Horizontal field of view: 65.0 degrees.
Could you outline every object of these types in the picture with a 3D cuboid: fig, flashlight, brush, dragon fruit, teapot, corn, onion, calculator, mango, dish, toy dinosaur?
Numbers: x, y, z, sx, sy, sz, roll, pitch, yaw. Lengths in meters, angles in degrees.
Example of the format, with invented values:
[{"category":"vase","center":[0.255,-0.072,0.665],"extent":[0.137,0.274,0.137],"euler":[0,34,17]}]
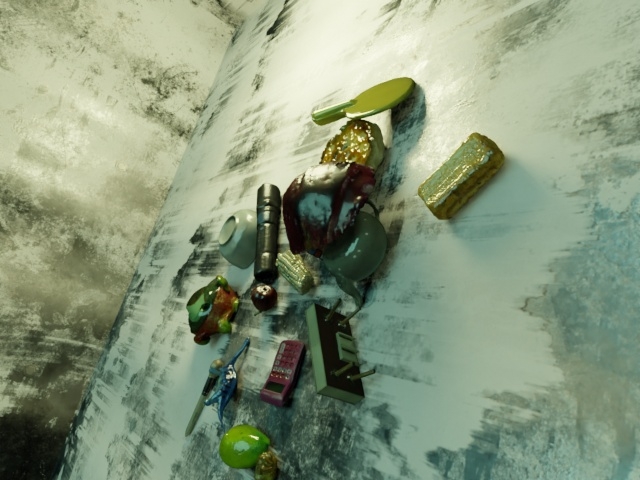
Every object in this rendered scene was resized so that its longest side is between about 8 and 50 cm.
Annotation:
[{"category":"fig","center":[-0.192,0.211,1.690],"extent":[0.089,0.088,0.125],"euler":[-109,26,-50]},{"category":"flashlight","center":[-0.194,-0.032,1.854],"extent":[0.103,0.103,0.424],"euler":[-37,42,36]},{"category":"brush","center":[-0.422,0.562,1.795],"extent":[0.042,0.039,0.299],"euler":[24,90,20]},{"category":"dragon fruit","center":[-0.425,0.264,1.941],"extent":[0.268,0.130,0.295],"euler":[-59,31,-2]},{"category":"teapot","center":[0.097,0.019,1.346],"extent":[0.193,0.129,0.294],"euler":[-13,55,52]},{"category":"corn","center":[-0.073,0.100,1.586],"extent":[0.087,0.087,0.211],"euler":[-58,37,8]},{"category":"onion","center":[0.015,-0.129,1.349],"extent":[0.280,0.146,0.314],"euler":[-25,30,46]},{"category":"calculator","center":[-0.106,0.384,1.461],"extent":[0.126,0.034,0.191],"euler":[-9,54,54]},{"category":"mango","center":[-0.218,0.579,1.416],"extent":[0.178,0.100,0.119],"euler":[-16,51,41]},{"category":"dish","center":[-0.324,-0.021,2.005],"extent":[0.256,0.117,0.256],"euler":[-34,42,38]},{"category":"toy dinosaur","center":[-0.316,0.481,1.661],"extent":[0.144,0.076,0.329],"euler":[-26,36,36]}]

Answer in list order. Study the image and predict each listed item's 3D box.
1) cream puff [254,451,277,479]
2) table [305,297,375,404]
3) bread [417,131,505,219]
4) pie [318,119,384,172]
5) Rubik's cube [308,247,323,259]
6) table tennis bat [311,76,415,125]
[{"category":"cream puff","center":[-0.142,0.604,1.330],"extent":[0.058,0.083,0.083],"euler":[13,59,13]},{"category":"table","center":[0.053,0.257,1.233],"extent":[0.111,0.121,0.240],"euler":[-44,37,28]},{"category":"bread","center":[0.327,-0.147,1.168],"extent":[0.211,0.083,0.114],"euler":[-48,40,24]},{"category":"pie","center":[0.091,-0.240,1.589],"extent":[0.315,0.092,0.315],"euler":[-38,41,42]},{"category":"Rubik's cube","center":[0.000,0.000,1.532],"extent":[0.092,0.092,0.092],"euler":[-59,31,6]},{"category":"table tennis bat","center":[0.129,-0.433,1.601],"extent":[0.368,0.054,0.224],"euler":[-9,36,33]}]
